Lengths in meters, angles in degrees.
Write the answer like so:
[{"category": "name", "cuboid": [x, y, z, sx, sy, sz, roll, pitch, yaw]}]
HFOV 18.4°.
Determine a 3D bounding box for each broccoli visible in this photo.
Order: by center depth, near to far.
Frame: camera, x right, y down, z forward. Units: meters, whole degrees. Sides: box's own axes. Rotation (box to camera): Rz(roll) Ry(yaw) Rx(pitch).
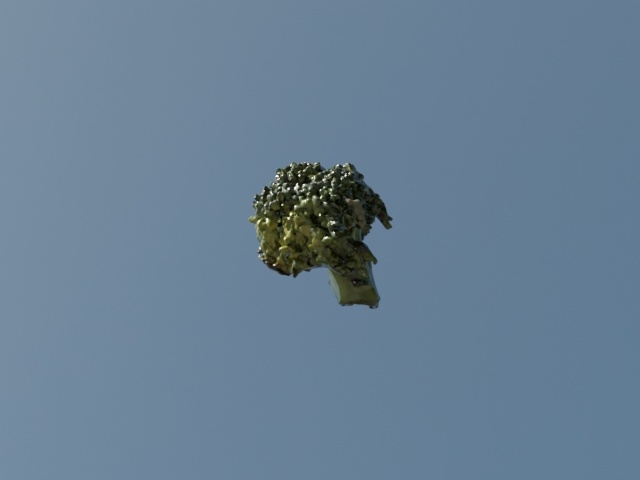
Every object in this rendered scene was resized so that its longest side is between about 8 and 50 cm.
[{"category": "broccoli", "cuboid": [0.000, 0.000, 1.085, 0.097, 0.095, 0.092, -18, -86, 29]}]
